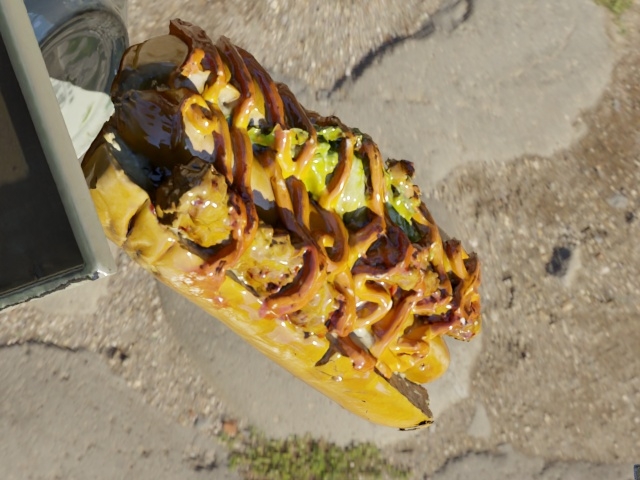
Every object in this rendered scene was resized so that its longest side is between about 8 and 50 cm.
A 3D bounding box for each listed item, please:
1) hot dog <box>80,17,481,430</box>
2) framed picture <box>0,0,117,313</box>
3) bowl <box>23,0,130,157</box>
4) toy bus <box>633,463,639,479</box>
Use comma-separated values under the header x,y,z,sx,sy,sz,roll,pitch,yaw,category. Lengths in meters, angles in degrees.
x,y,z,sx,sy,sz,roll,pitch,yaw,category
0.000,0.000,0.705,0.117,0.158,0.349,-4,147,41,hot dog
-0.254,-0.044,0.610,0.289,0.016,0.213,-18,92,31,framed picture
-0.230,-0.130,0.757,0.145,0.277,0.277,29,108,14,bowl
0.340,0.209,0.933,0.061,0.153,0.051,5,74,-34,toy bus
